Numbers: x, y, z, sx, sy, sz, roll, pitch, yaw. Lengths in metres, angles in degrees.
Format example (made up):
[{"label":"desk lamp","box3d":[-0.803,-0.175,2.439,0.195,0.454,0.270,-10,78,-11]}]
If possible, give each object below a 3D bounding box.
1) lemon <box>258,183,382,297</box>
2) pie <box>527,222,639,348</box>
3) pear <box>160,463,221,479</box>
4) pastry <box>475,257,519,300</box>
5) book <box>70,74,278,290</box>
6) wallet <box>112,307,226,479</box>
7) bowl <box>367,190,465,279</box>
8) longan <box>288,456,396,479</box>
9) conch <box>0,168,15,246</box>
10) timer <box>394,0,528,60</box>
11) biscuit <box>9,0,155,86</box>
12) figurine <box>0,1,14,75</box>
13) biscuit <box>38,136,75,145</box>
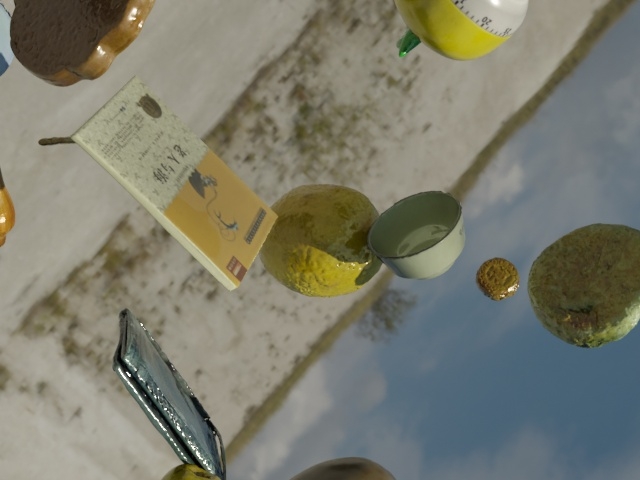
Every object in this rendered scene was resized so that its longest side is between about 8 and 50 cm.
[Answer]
[{"label":"lemon","box3d":[0.000,0.000,2.243,0.322,0.268,0.268,7,-132,38]},{"label":"pie","box3d":[0.544,0.082,1.974,0.277,0.078,0.277,-18,-132,21]},{"label":"pear","box3d":[-0.242,0.498,1.829,0.149,0.149,0.162,175,-68,-73]},{"label":"pastry","box3d":[0.404,0.087,2.268,0.057,0.097,0.109,66,32,-60]},{"label":"book","box3d":[-0.252,-0.110,1.807,0.032,0.389,0.269,-37,-164,31]},{"label":"wallet","box3d":[-0.303,0.314,1.954,0.075,0.342,0.237,-31,-158,3]},{"label":"bowl","box3d":[0.211,0.004,2.060,0.211,0.112,0.211,-19,-147,13]},{"label":"longan","box3d":[0.041,0.554,1.878,0.300,0.300,0.243,-46,171,6]},{"label":"conch","box3d":[-0.738,-0.113,2.210,0.093,0.109,0.330,-156,-115,-70]},{"label":"timer","box3d":[0.242,-0.457,1.957,0.285,0.285,0.285,-45,-168,12]},{"label":"biscuit","box3d":[-0.434,-0.467,1.850,0.359,0.074,0.381,42,-81,34]},{"label":"figurine","box3d":[-0.862,-0.443,2.092,0.388,0.248,0.276,11,-117,36]},{"label":"biscuit","box3d":[-0.561,-0.218,2.172,0.083,0.018,0.081,0,-174,38]}]
